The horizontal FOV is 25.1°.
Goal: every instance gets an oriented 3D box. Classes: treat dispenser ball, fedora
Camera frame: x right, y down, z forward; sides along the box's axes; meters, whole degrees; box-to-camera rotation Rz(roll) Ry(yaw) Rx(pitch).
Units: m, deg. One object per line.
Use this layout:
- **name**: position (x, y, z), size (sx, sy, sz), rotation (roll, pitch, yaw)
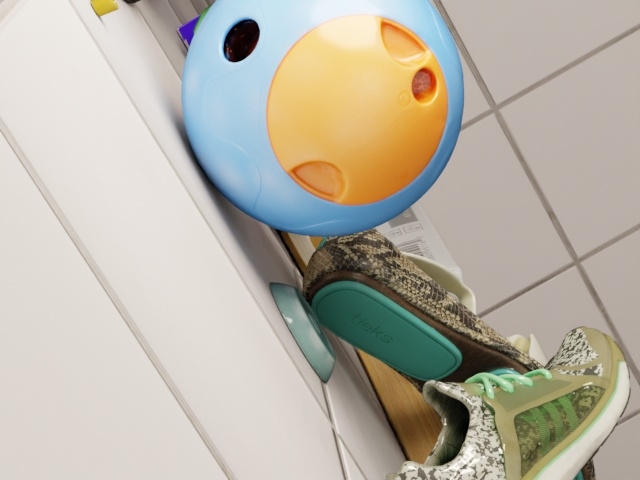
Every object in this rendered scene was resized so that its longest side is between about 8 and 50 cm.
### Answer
- **treat dispenser ball**: position (0.003, -0.147, 1.464), size (0.288, 0.288, 0.288), rotation (60, 4, -6)
- **fedora**: position (0.000, 0.000, 1.939), size (0.194, 0.079, 0.194), rotation (61, 4, -7)

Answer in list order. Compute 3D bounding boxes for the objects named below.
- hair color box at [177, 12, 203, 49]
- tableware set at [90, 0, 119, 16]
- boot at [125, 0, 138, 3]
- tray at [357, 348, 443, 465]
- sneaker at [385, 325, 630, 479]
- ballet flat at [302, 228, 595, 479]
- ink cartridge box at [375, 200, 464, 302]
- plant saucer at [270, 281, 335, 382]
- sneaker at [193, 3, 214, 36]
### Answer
- **hair color box**: position (-0.105, -0.247, 2.221), size (0.185, 0.110, 0.339), rotation (59, 5, 5)
- **tableware set**: position (-0.228, -0.263, 1.300), size (0.154, 0.024, 0.104), rotation (57, 5, -49)
- **boot**: position (-0.238, -0.365, 1.577), size (0.161, 0.083, 0.246), rotation (55, 1, 11)
- **tray**: position (0.172, 0.310, 1.942), size (0.203, 0.076, 0.411), rotation (57, 6, -43)
- **sneaker**: position (0.205, 0.194, 1.582), size (0.182, 0.158, 0.410), rotation (46, 44, -3)
- **ballet flat**: position (0.181, 0.139, 1.799), size (0.483, 0.164, 0.182), rotation (41, 38, -17)
- **ink cartridge box**: position (0.165, 0.163, 2.066), size (0.308, 0.091, 0.385), rotation (-112, -172, -68)
- **plant saucer**: position (-0.014, 0.091, 1.492), size (0.119, 0.021, 0.119), rotation (60, 3, -5)
- **sneaker**: position (-0.095, -0.173, 1.874), size (0.146, 0.134, 0.343), rotation (25, 31, -40)
